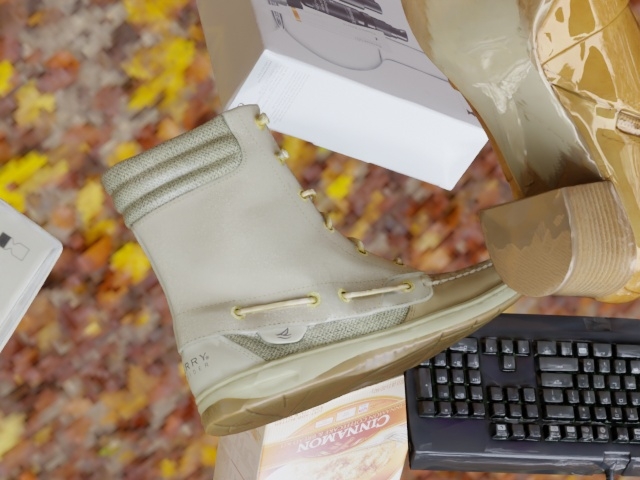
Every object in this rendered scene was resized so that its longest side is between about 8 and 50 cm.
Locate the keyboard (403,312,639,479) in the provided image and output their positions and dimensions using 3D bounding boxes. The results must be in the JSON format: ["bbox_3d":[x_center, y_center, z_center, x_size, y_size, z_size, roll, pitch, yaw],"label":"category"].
[{"bbox_3d":[0.216,0.150,1.211,0.317,0.202,0.033,3,159,-13],"label":"keyboard"}]

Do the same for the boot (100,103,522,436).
[{"bbox_3d":[0.000,0.000,0.896,0.213,0.165,0.077,-18,164,-30],"label":"boot"}]

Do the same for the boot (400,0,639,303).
[{"bbox_3d":[0.143,-0.111,0.913,0.104,0.295,0.211,-8,-179,33],"label":"boot"}]

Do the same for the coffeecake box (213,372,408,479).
[{"bbox_3d":[-0.004,0.157,1.290,0.142,0.068,0.185,-16,139,-25],"label":"coffeecake box"}]

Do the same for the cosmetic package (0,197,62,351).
[{"bbox_3d":[-0.267,0.061,0.878,0.129,0.153,0.296,-62,-171,-32],"label":"cosmetic package"}]

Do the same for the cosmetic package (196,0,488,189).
[{"bbox_3d":[0.008,-0.241,1.809,0.284,0.377,0.097,19,124,-29],"label":"cosmetic package"}]
